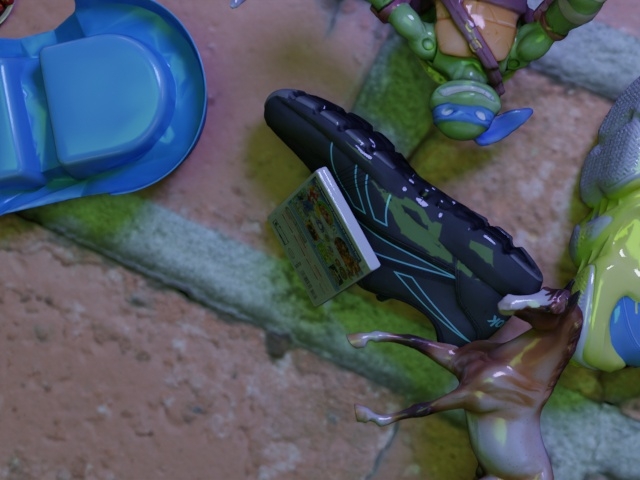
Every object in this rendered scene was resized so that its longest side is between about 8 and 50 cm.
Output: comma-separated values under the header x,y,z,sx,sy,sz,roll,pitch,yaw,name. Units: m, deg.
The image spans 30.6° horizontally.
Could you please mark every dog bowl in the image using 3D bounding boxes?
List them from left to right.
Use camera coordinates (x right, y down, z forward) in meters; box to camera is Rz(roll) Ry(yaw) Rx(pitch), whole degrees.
x,y,z,sx,sy,sz,roll,pitch,yaw,name
-0.232,-0.105,0.982,0.297,0.074,0.166,-11,87,7,dog bowl

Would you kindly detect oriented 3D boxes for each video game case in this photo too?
x,y,z,sx,sy,sz,roll,pitch,yaw,name
0.000,0.000,0.928,0.011,0.122,0.087,-26,85,-26,video game case

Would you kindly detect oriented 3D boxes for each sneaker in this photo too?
x,y,z,sx,sy,sz,roll,pitch,yaw,name
0.045,-0.017,0.928,0.267,0.101,0.106,41,106,13,sneaker
0.265,-0.007,0.914,0.126,0.091,0.240,17,92,-9,sneaker

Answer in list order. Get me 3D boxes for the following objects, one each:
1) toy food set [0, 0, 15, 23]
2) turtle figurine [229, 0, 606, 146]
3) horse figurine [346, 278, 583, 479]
x,y,z,sx,sy,sz,roll,pitch,yaw,name
-0.306,-0.221,1.021,0.083,0.020,0.083,-25,85,7,toy food set
0.113,-0.228,0.855,0.197,0.274,0.266,-9,61,38,turtle figurine
0.118,0.159,0.898,0.174,0.066,0.263,-7,105,2,horse figurine
